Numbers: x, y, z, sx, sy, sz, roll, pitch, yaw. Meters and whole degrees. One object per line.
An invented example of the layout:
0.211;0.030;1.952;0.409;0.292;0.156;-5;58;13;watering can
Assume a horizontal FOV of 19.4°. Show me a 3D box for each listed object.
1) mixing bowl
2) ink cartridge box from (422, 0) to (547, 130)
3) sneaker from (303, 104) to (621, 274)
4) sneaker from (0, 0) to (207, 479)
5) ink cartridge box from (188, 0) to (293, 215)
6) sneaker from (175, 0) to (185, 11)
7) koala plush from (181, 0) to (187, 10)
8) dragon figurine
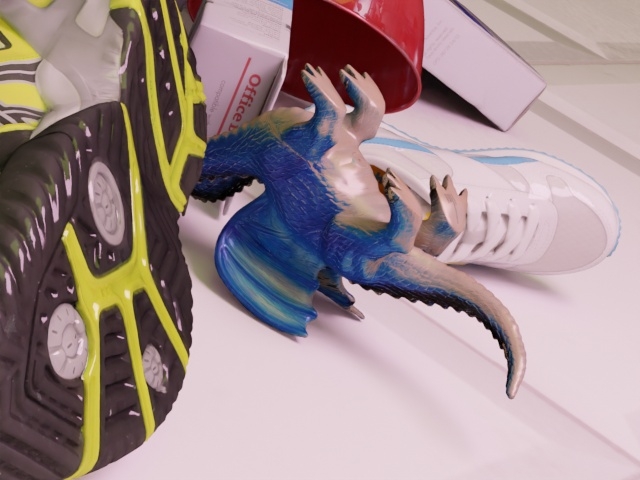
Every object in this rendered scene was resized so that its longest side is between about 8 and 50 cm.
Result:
0.004;-0.179;1.353;0.181;0.098;0.181;20;-18;7;mixing bowl
0.020;-0.234;1.524;0.371;0.069;0.176;36;10;-36;ink cartridge box
0.085;-0.016;1.204;0.228;0.087;0.092;13;28;-9;sneaker
-0.146;-0.008;0.894;0.147;0.145;0.385;-13;28;11;sneaker
-0.064;-0.098;1.197;0.060;0.104;0.180;21;20;-7;ink cartridge box
-0.245;-0.206;1.314;0.297;0.111;0.129;18;-1;-15;sneaker
-0.183;-0.317;1.446;0.203;0.221;0.196;10;24;-31;koala plush
0.000;0.000;1.050;0.289;0.144;0.085;51;26;15;dragon figurine
